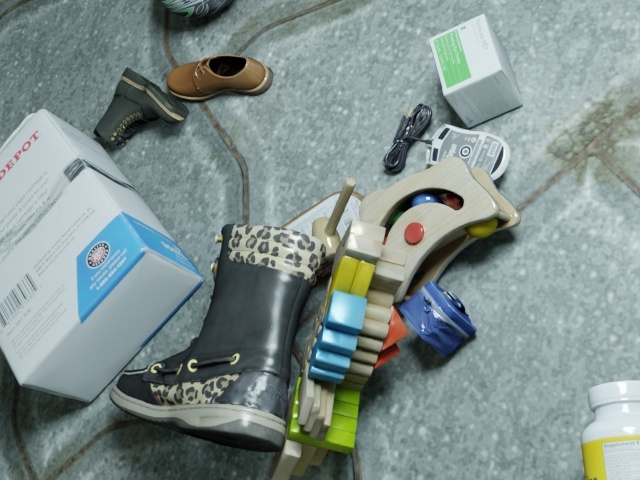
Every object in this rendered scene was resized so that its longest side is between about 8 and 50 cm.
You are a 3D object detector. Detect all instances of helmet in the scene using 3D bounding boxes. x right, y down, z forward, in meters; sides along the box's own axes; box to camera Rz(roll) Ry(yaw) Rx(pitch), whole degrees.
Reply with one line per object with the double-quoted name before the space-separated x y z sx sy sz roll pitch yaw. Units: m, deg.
"helmet" -0.213 -0.465 1.589 0.169 0.169 0.161 -40 40 11

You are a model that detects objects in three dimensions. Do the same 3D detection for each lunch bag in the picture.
"lunch bag" 0.152 0.095 1.179 0.065 0.098 0.067 -41 50 7

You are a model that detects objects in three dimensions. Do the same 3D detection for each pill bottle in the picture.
"pill bottle" 0.338 0.250 1.000 0.103 0.103 0.184 -13 64 26

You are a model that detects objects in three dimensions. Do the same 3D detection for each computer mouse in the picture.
"computer mouse" 0.182 -0.122 1.284 0.193 0.042 0.106 24 89 38

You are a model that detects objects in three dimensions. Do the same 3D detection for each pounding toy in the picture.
"pounding toy" 0.106 -0.003 1.194 0.269 0.155 0.154 -25 68 30

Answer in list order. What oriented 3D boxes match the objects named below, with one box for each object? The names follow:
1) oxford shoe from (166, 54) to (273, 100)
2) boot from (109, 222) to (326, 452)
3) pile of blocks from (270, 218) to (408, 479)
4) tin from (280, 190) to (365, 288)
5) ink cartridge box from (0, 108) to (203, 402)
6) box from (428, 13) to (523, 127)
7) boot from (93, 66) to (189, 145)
"oxford shoe" -0.184 -0.284 1.551 0.212 0.076 0.076 0 72 33
"boot" -0.143 0.130 1.283 0.377 0.138 0.284 -6 63 56
"pile of blocks" 0.039 0.157 1.143 0.149 0.112 0.362 -90 16 -66
"tin" 0.000 0.000 1.349 0.189 0.040 0.106 -33 53 16
"ink cartridge box" -0.418 0.018 1.512 0.285 0.166 0.395 -46 55 6
"box" 0.214 -0.231 1.272 0.087 0.102 0.101 -22 60 20
"boot" -0.313 -0.206 1.606 0.137 0.077 0.198 -57 41 5
